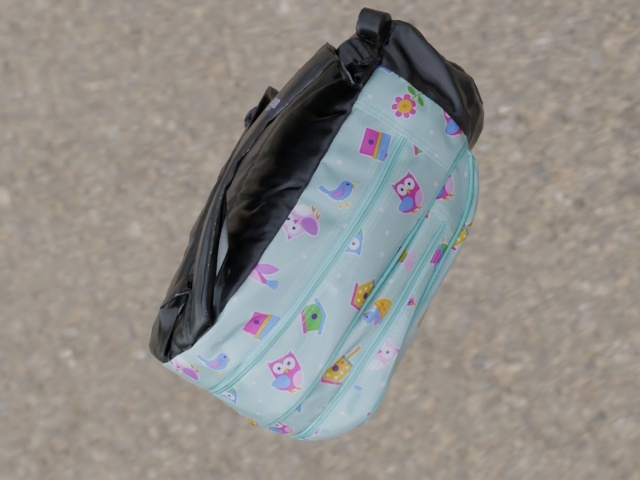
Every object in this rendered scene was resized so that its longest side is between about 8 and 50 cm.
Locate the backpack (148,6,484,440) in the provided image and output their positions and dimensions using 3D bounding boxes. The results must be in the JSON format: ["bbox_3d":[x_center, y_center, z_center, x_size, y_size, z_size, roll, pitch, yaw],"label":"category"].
[{"bbox_3d":[0.000,0.000,0.933,0.115,0.182,0.152,31,158,-7],"label":"backpack"}]
